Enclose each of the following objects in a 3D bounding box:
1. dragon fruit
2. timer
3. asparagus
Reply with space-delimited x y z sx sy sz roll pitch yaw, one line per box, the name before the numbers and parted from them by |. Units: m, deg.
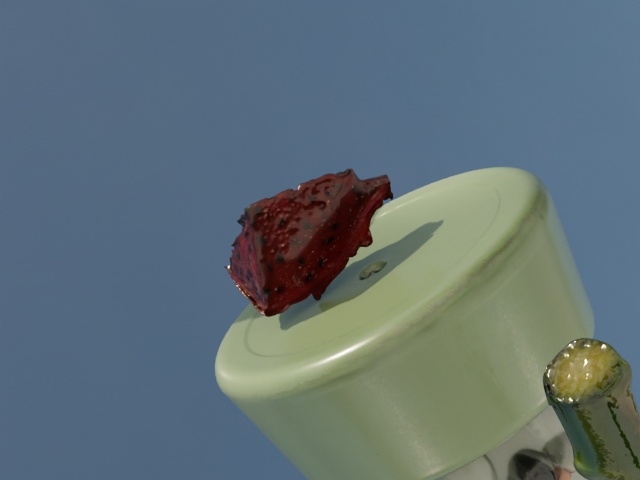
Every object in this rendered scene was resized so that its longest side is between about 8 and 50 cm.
dragon fruit | 0.001 0.003 1.201 0.131 0.097 0.063 -21 -116 -18
timer | 0.118 0.146 1.242 0.291 0.291 0.315 -41 -73 -32
asparagus | 0.164 0.125 0.848 0.045 0.041 0.178 -56 -46 -30
